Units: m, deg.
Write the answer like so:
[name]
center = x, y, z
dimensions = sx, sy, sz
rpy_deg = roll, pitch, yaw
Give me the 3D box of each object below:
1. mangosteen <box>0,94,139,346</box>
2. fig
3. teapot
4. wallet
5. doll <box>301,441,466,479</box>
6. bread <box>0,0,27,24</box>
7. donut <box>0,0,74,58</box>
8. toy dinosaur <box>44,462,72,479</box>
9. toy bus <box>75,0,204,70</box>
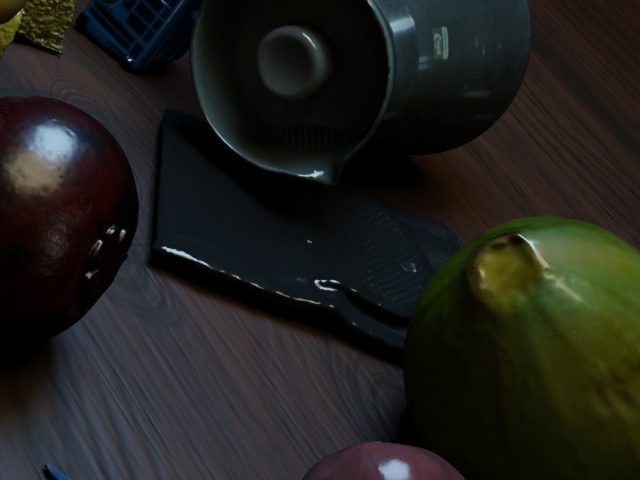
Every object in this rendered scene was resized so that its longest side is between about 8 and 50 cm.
[mangosteen]
center = -0.227, -0.019, 1.085
dimensions = 0.200, 0.200, 0.200
rpy_deg = 25, 29, -15
[fig]
center = 0.172, 0.085, 1.227
dimensions = 0.239, 0.239, 0.271
rpy_deg = -114, 179, -45
[teapot]
center = 0.039, -0.210, 1.500
dimensions = 0.344, 0.253, 0.300
rpy_deg = -27, 104, -63
[wallet]
center = 0.000, 0.000, 1.413
dimensions = 0.323, 0.041, 0.247
rpy_deg = 21, 29, -17
[doll]
center = 0.064, 0.250, 0.973
dimensions = 0.256, 0.152, 0.196
rpy_deg = 68, 9, 25
[bread]
center = -0.425, -0.243, 1.134
dimensions = 0.424, 0.245, 0.329
rpy_deg = 42, 30, 7
[donut]
center = -0.303, -0.221, 1.407
dimensions = 0.146, 0.078, 0.181
rpy_deg = 40, 27, 6
[toy dinosaur]
center = -0.098, 0.232, 0.898
dimensions = 0.144, 0.076, 0.329
rpy_deg = -9, 37, 0
[toy bus]
center = -0.144, -0.252, 1.509
dimensions = 0.106, 0.185, 0.090
rpy_deg = 45, 30, 5
